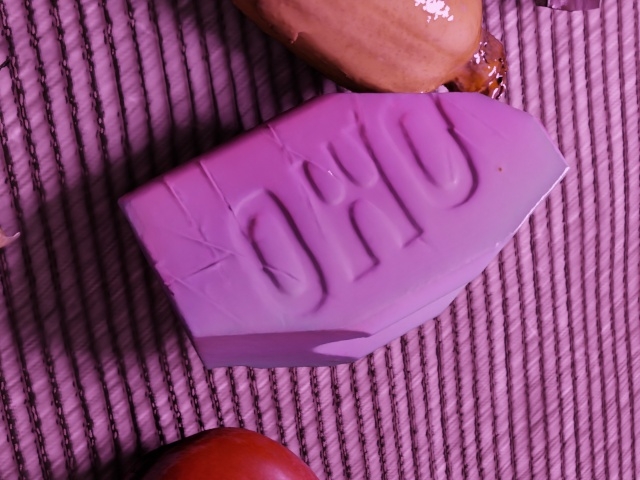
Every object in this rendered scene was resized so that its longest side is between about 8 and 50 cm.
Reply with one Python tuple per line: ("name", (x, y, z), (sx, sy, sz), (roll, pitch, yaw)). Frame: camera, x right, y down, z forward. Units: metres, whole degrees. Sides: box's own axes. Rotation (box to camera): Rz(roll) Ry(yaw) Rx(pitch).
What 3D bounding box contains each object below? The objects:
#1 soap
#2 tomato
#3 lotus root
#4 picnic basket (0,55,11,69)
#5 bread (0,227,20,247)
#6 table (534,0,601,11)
("soap", (0.027, -0.016, 0.997), (0.324, 0.109, 0.193), (-27, 77, -10))
("tomato", (-0.093, 0.255, 1.037), (0.184, 0.208, 0.208), (36, 86, -9))
("lotus root", (0.028, -0.203, 1.004), (0.303, 0.131, 0.146), (27, 123, -31))
("picnic basket", (-0.272, -0.121, 0.893), (0.083, 0.083, 0.065), (-27, 145, 28))
("bread", (-0.350, 0.048, 0.896), (0.269, 0.087, 0.098), (-43, 124, -11))
("table", (0.180, -0.294, 1.102), (0.146, 0.062, 0.175), (-5, 106, -28))
